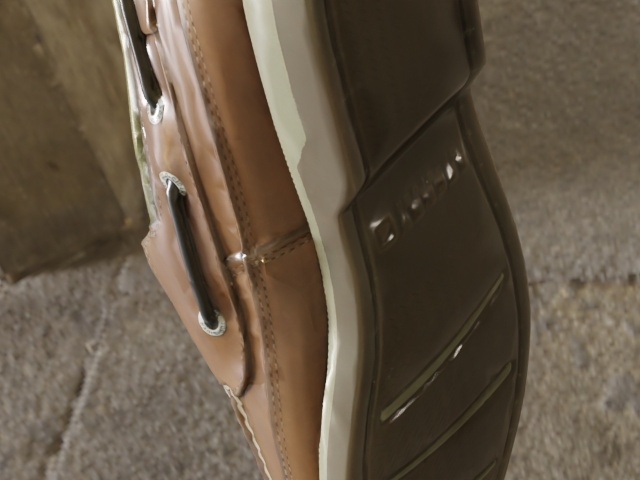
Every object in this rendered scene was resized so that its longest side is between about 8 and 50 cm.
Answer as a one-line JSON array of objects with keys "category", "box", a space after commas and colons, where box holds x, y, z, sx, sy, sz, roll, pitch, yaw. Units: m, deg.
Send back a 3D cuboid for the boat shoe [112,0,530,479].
[{"category": "boat shoe", "box": [0.000, 0.000, 0.482, 0.104, 0.307, 0.110, 16, 36, 35]}]
